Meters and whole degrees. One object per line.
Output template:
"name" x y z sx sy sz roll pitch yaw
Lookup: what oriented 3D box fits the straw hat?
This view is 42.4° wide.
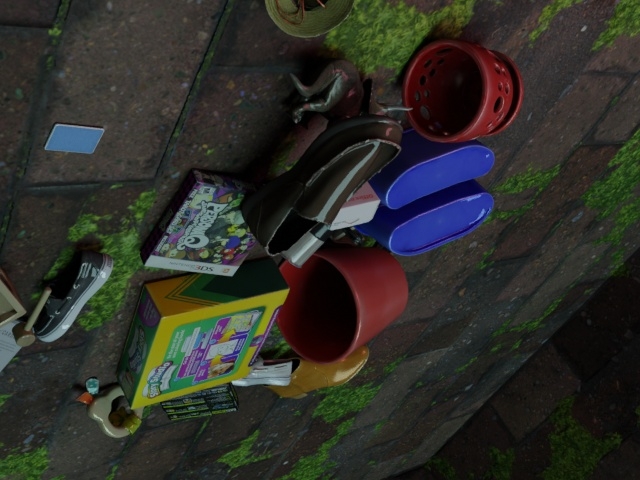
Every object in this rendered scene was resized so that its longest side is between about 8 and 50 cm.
"straw hat" -0.012 -0.382 1.251 0.144 0.144 0.061 -46 -173 23

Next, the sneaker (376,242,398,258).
"sneaker" 0.188 0.003 2.072 0.071 0.066 0.188 -25 161 -49

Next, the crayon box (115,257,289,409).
"crayon box" -0.273 0.213 1.877 0.313 0.106 0.363 -10 144 -33

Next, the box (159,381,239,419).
"box" -0.317 0.405 2.133 0.190 0.045 0.184 -8 151 0

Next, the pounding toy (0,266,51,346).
"pounding toy" -0.560 0.100 1.414 0.181 0.094 0.206 -31 144 -12

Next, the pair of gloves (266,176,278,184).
"pair of gloves" -0.113 -0.064 1.693 0.198 0.023 0.159 -35 153 7

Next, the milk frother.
"milk frother" 0.000 0.000 1.754 0.135 0.143 0.129 -45 179 14

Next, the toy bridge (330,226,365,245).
"toy bridge" 0.049 -0.024 1.912 0.063 0.026 0.188 -33 152 5

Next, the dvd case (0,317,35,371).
"dvd case" -0.660 0.224 1.520 0.239 0.029 0.179 -50 152 -4

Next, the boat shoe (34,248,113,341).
"boat shoe" -0.478 0.100 1.534 0.076 0.080 0.228 27 120 -39

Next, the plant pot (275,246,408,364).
"plant pot" 0.060 0.131 1.950 0.243 0.275 0.275 -16 149 -47

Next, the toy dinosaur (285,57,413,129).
"toy dinosaur" 0.019 -0.260 1.457 0.160 0.121 0.313 -49 145 5

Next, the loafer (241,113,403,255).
"loafer" 0.014 -0.087 1.481 0.133 0.130 0.366 14 139 -44

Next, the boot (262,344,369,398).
"boot" -0.012 0.364 2.372 0.295 0.104 0.211 -32 152 7

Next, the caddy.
"caddy" 0.212 -0.119 1.776 0.341 0.179 0.241 -21 127 -20

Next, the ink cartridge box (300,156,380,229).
"ink cartridge box" 0.033 -0.103 1.641 0.109 0.150 0.063 -14 147 -31

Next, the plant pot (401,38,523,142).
"plant pot" 0.278 -0.280 1.576 0.174 0.191 0.191 -5 141 -49

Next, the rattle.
"rattle" -0.530 0.389 1.973 0.199 0.142 0.130 29 83 -42

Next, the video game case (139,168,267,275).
"video game case" -0.208 -0.028 1.604 0.210 0.042 0.232 10 130 -40

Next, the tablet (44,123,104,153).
"tablet" -0.385 -0.159 1.290 0.083 0.006 0.054 1 138 -44

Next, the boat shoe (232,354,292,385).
"boat shoe" -0.178 0.343 2.215 0.226 0.083 0.076 8 97 -37
